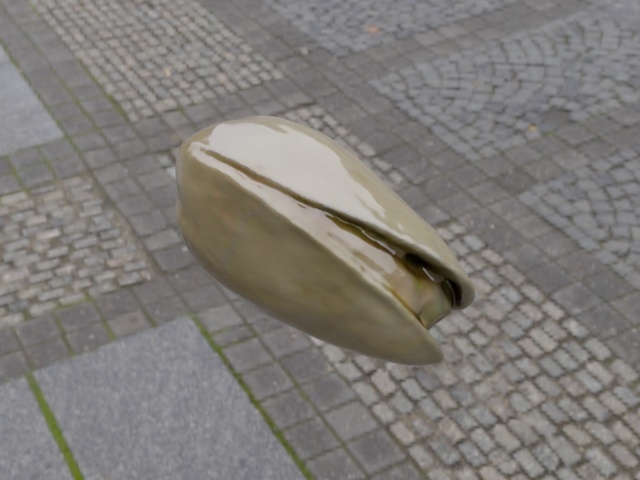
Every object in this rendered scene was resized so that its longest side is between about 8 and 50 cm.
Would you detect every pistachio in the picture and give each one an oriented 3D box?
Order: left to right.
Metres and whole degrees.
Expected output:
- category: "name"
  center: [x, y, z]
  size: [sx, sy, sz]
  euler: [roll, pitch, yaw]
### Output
- category: "pistachio"
  center: [0.000, 0.000, 0.704]
  size: [0.226, 0.135, 0.136]
  euler: [34, 44, 2]
